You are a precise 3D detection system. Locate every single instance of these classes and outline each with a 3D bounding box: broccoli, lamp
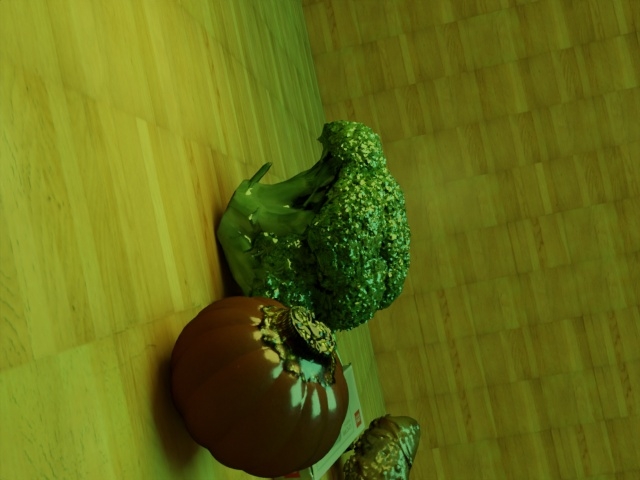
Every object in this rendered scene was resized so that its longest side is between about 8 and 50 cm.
[{"bbox_3d":[-0.001,0.001,1.147,0.321,0.310,0.413,35,76,-56],"label":"broccoli"},{"bbox_3d":[-0.069,0.165,0.810,0.223,0.196,0.223,35,22,-17],"label":"lamp"}]

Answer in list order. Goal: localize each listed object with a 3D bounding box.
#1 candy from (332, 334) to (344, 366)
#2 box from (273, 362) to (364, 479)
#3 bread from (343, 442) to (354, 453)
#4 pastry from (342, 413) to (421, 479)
[{"bbox_3d":[0.031,0.257,1.734,0.077,0.073,0.262,113,-41,-63],"label":"candy"},{"bbox_3d":[-0.007,0.321,1.240,0.269,0.079,0.135,-16,94,-67],"label":"box"},{"bbox_3d":[0.038,0.424,1.720,0.286,0.056,0.207,57,21,-61],"label":"bread"},{"bbox_3d":[0.139,0.570,1.703,0.255,0.162,0.311,94,17,-51],"label":"pastry"}]
